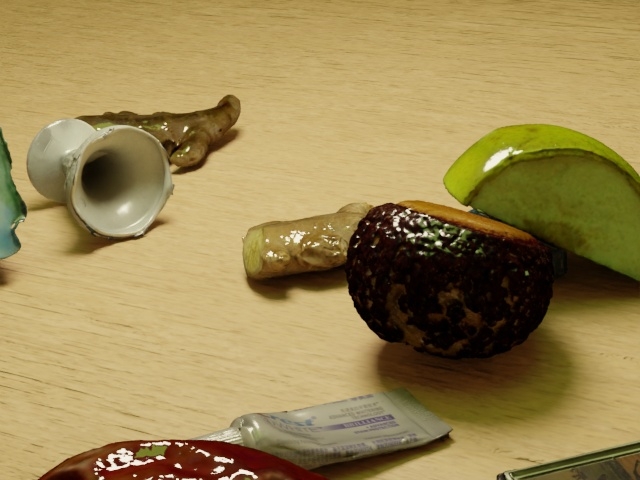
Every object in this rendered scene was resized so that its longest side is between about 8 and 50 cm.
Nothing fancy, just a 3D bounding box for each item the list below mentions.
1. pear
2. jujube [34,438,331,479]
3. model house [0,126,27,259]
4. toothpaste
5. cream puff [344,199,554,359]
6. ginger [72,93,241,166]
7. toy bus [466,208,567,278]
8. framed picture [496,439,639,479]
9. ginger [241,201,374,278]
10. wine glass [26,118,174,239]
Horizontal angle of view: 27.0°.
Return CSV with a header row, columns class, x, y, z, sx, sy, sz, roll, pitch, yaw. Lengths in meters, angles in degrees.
class,x,y,z,sx,sy,sz,roll,pitch,yaw
pear,0.293,-0.073,1.686,0.288,0.139,0.239,23,6,-14
jujube,-0.078,0.291,0.997,0.377,0.276,0.276,20,34,19
model house,-0.566,-0.037,1.806,0.261,0.226,0.241,-22,1,-34
toothpaste,-0.009,0.202,1.376,0.282,0.068,0.099,-9,54,-24
cream puff,0.143,0.046,1.512,0.239,0.165,0.239,14,4,-1
ginger,-0.282,-0.160,2.126,0.333,0.080,0.166,-3,40,-13
toy bus,0.247,0.005,1.737,0.065,0.047,0.166,-26,34,-30
framed picture,0.300,0.266,1.239,0.197,0.014,0.252,-11,27,-12
ginger,0.001,0.002,1.758,0.213,0.074,0.137,-10,26,-25
wine glass,-0.328,-0.100,1.921,0.165,0.165,0.196,-23,28,-32
